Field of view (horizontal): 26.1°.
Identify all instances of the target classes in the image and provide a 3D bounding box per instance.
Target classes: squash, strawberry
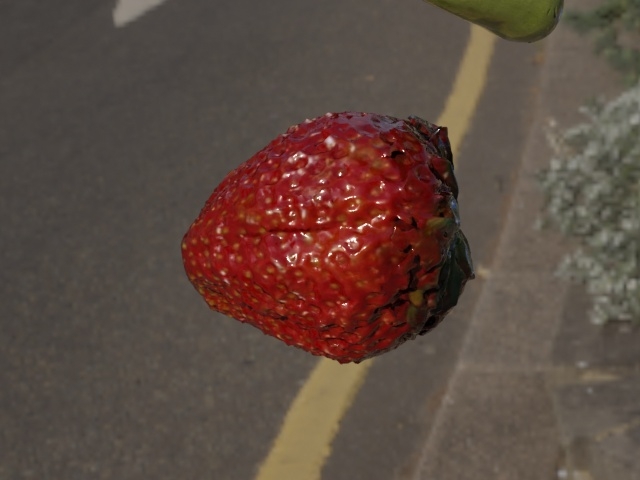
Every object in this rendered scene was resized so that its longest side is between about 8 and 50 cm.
[{"bbox_3d":[0.137,-0.240,1.273,0.250,0.083,0.083,11,5,-43],"label":"squash"},{"bbox_3d":[0.000,0.000,1.355,0.288,0.250,0.238,-3,-1,11],"label":"strawberry"}]
